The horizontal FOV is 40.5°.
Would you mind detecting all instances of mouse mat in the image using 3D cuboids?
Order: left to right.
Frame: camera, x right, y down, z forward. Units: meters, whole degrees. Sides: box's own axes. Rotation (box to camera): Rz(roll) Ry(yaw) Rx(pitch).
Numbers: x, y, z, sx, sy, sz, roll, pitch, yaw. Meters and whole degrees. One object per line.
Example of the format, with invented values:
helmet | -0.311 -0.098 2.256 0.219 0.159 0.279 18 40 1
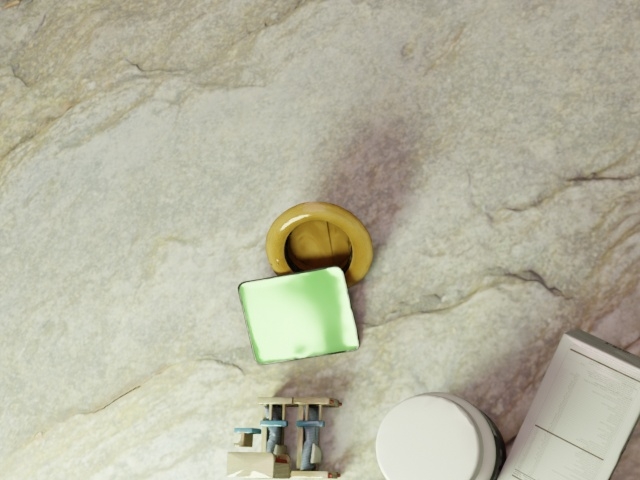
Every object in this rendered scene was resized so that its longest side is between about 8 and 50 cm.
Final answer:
mouse mat | -0.038 0.128 1.469 0.190 0.007 0.152 -11 99 12

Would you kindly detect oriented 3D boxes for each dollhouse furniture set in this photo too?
dollhouse furniture set | -0.051 0.308 1.362 0.129 0.184 0.129 -3 74 16

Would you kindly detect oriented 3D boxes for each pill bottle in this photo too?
pill bottle | 0.176 0.303 1.242 0.161 0.283 0.161 -4 74 16

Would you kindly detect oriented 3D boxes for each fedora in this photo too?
fedora | 0.000 0.000 1.463 0.195 0.194 0.079 -10 36 14

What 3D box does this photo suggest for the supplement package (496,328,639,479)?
supplement package | 0.371 0.267 1.245 0.139 0.134 0.244 26 98 24
